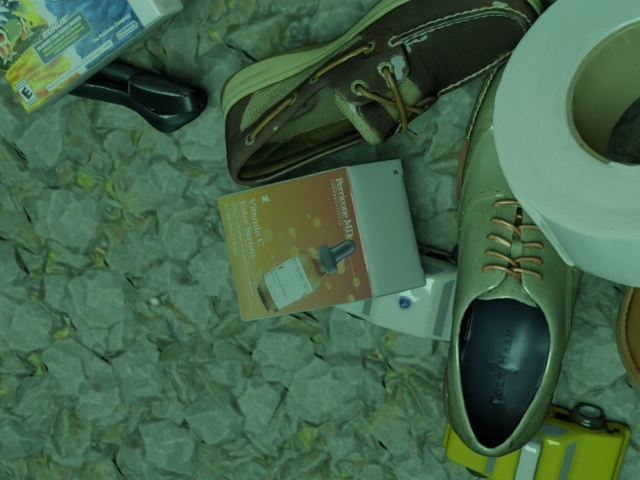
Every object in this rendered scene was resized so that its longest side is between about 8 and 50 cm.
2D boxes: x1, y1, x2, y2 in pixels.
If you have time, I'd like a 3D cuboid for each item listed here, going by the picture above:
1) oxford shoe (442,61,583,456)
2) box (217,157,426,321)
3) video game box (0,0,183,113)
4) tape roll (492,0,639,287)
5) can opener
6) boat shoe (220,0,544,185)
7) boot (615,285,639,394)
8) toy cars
[{"bbox_3d":[0.192,0.010,1.524,0.140,0.146,0.397,4,92,5],"label":"oxford shoe"},{"bbox_3d":[0.000,0.000,1.595,0.170,0.091,0.130,-13,89,39],"label":"box"},{"bbox_3d":[-0.257,-0.251,1.580,0.205,0.048,0.187,-30,91,33],"label":"video game box"},{"bbox_3d":[0.292,-0.103,1.382,0.286,0.286,0.100,-19,145,20],"label":"tape roll"},{"bbox_3d":[-0.201,-0.159,1.653,0.186,0.059,0.073,17,141,18],"label":"can opener"},{"bbox_3d":[0.053,-0.138,1.530,0.342,0.123,0.123,-18,139,24],"label":"boat shoe"},{"bbox_3d":[0.367,0.025,1.455,0.109,0.283,0.220,11,148,-29],"label":"boot"},{"bbox_3d":[0.152,0.134,1.651,0.176,0.087,0.394,-35,98,23],"label":"toy cars"}]
